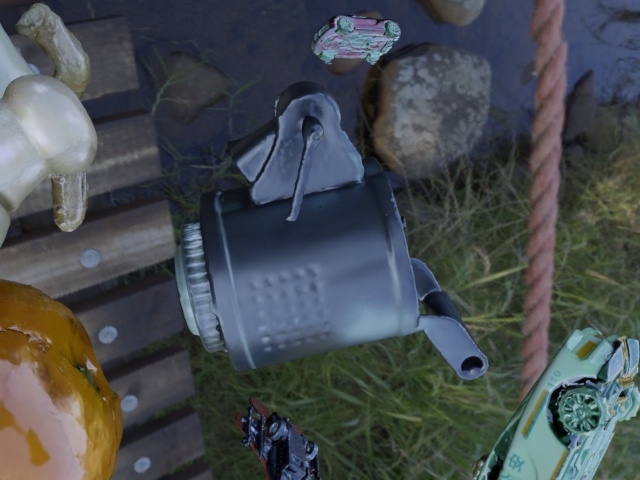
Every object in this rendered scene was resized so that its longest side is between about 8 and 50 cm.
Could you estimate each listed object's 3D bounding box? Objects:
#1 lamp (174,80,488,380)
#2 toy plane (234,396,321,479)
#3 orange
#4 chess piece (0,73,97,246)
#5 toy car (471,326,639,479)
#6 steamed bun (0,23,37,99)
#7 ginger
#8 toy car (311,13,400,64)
[{"bbox_3d":[-0.021,0.037,0.819,0.272,0.205,0.374,-29,116,7],"label":"lamp"},{"bbox_3d":[-0.037,0.245,0.782,0.130,0.189,0.061,40,97,-24],"label":"toy plane"},{"bbox_3d":[-0.271,0.142,0.556,0.239,0.240,0.240,-12,111,-35],"label":"orange"},{"bbox_3d":[-0.282,-0.014,0.430,0.307,0.124,0.139,-33,99,-17],"label":"chess piece"},{"bbox_3d":[0.112,0.130,0.387,0.093,0.058,0.186,8,107,-56],"label":"toy car"},{"bbox_3d":[-0.476,-0.208,0.743,0.247,0.339,0.352,-45,138,-9],"label":"steamed bun"},{"bbox_3d":[-0.314,-0.136,0.873,0.089,0.075,0.288,-59,162,-50],"label":"ginger"},{"bbox_3d":[0.049,-0.291,1.034,0.142,0.069,0.055,-8,67,-34],"label":"toy car"}]
